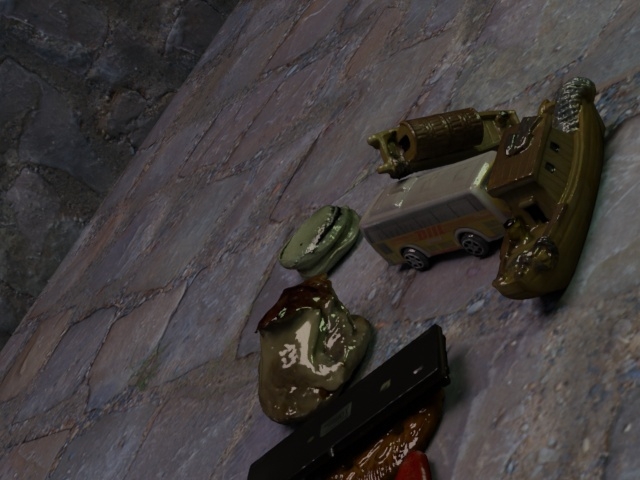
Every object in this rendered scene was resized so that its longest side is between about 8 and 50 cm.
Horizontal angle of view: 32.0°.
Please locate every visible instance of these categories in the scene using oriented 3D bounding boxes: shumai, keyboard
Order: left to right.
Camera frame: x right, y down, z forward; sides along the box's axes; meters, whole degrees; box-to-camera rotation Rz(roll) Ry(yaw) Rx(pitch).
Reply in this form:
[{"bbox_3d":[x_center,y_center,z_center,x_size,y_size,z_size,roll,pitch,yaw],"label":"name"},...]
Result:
[{"bbox_3d":[-0.028,0.139,1.480,0.201,0.120,0.201,-39,22,19],"label":"shumai"},{"bbox_3d":[0.026,0.216,1.286,0.317,0.027,0.106,-40,20,24],"label":"keyboard"}]

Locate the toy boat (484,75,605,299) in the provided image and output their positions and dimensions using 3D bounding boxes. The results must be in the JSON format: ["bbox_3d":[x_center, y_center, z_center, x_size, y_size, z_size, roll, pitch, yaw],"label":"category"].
[{"bbox_3d":[0.252,-0.065,1.263,0.089,0.121,0.321,-21,34,43],"label":"toy boat"}]

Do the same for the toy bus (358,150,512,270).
[{"bbox_3d":[0.155,-0.035,1.426,0.268,0.106,0.092,-17,35,57],"label":"toy bus"}]

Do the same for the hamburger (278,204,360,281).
[{"bbox_3d":[0.000,0.000,1.742,0.140,0.062,0.133,-51,19,3],"label":"hamburger"}]

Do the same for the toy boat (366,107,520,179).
[{"bbox_3d":[0.171,-0.136,1.481,0.226,0.068,0.088,-14,-16,-22],"label":"toy boat"}]

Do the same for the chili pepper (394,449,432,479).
[{"bbox_3d":[0.066,0.306,1.086,0.071,0.063,0.272,-14,36,38],"label":"chili pepper"}]

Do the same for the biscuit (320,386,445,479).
[{"bbox_3d":[0.067,0.214,1.283,0.188,0.027,0.188,-42,21,20],"label":"biscuit"}]
